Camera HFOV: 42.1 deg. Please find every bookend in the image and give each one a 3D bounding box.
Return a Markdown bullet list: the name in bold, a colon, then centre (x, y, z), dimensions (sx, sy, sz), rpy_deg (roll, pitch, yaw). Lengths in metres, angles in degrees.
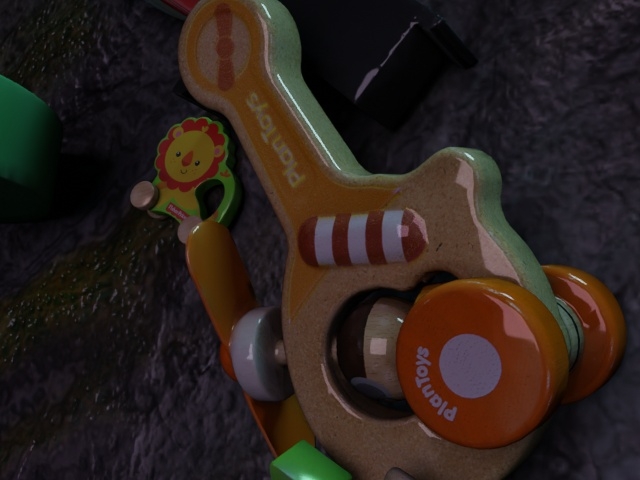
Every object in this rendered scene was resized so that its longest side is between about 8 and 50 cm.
- **bookend**: centre (-0.001, -0.122, 0.606), dimensions (0.157, 0.072, 0.156), rpy_deg (43, 101, 30)

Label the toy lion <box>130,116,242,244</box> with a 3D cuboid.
- **toy lion**: centre (-0.100, -0.051, 0.672), dimensions (0.100, 0.034, 0.096), rpy_deg (34, 88, 31)

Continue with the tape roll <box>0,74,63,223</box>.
- **tape roll**: centre (-0.376, -0.086, 0.664), dimensions (0.321, 0.321, 0.077), rpy_deg (0, 78, 30)

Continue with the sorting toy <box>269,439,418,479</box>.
- **sorting toy**: centre (0.075, 0.242, 0.430), dimensions (0.348, 0.047, 0.196), rpy_deg (30, 118, 24)

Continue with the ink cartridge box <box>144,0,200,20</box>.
- **ink cartridge box**: centre (-0.093, -0.239, 0.629), dimensions (0.134, 0.078, 0.231), rpy_deg (-58, 30, 5)

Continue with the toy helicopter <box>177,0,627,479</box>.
- **toy helicopter**: centre (0.000, 0.000, 0.520), dimensions (0.235, 0.140, 0.355), rpy_deg (-39, 72, 29)
